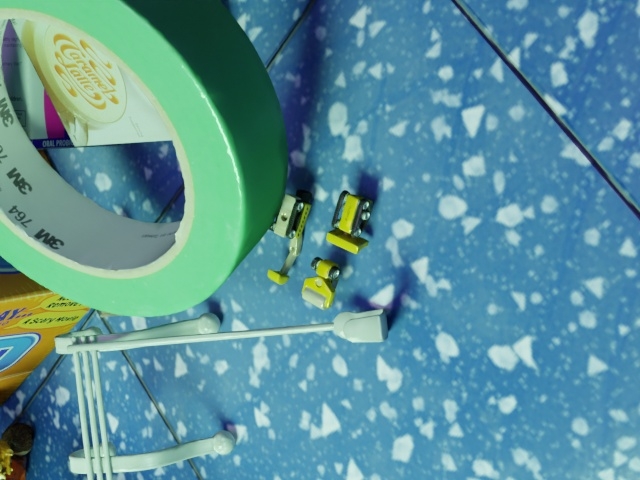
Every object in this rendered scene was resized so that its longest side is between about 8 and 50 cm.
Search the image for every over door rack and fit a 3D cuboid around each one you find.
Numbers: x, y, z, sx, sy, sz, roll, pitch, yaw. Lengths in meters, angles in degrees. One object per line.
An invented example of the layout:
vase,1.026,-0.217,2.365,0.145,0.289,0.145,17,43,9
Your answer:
over door rack,-0.067,0.184,0.940,0.324,0.108,0.239,-5,93,26

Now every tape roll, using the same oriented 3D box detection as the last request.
tape roll,-0.183,-0.087,0.871,0.321,0.077,0.321,16,130,20

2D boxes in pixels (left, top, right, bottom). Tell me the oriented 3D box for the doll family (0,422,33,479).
doll family,-0.341,0.267,1.112,0.263,0.118,0.163,31,109,61

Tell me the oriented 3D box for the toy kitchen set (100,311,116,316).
toy kitchen set,-0.176,0.029,1.020,0.083,0.068,0.075,-6,92,40

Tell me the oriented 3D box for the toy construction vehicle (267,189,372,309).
toy construction vehicle,0.000,0.000,0.894,0.086,0.035,0.098,23,105,31

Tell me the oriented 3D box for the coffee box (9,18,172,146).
coffee box,-0.186,-0.209,0.911,0.141,0.098,0.246,1,125,39

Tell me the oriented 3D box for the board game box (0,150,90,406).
board game box,-0.506,0.014,1.107,0.356,0.356,0.356,-43,69,36

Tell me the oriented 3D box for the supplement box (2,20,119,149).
supplement box,-0.265,-0.197,1.035,0.114,0.111,0.220,6,100,39
